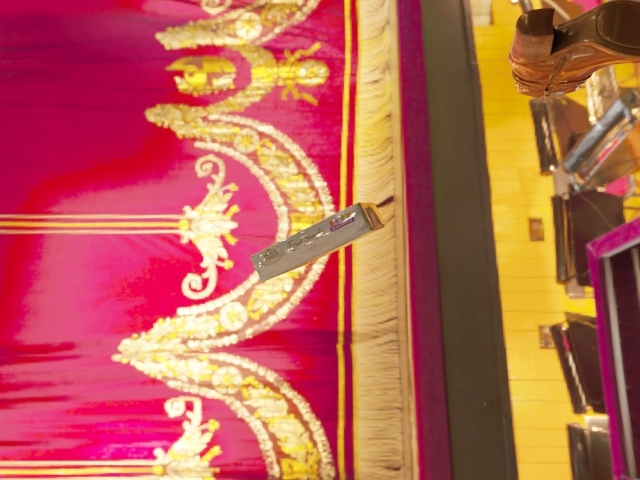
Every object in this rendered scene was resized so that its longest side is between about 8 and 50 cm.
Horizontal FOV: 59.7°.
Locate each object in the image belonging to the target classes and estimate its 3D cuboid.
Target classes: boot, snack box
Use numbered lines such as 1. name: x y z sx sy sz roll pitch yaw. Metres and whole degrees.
1. boot: 0.348 -0.236 0.727 0.073 0.197 0.152 -70 -22 -11
2. snack box: 0.000 0.000 0.655 0.037 0.141 0.100 65 -165 4
